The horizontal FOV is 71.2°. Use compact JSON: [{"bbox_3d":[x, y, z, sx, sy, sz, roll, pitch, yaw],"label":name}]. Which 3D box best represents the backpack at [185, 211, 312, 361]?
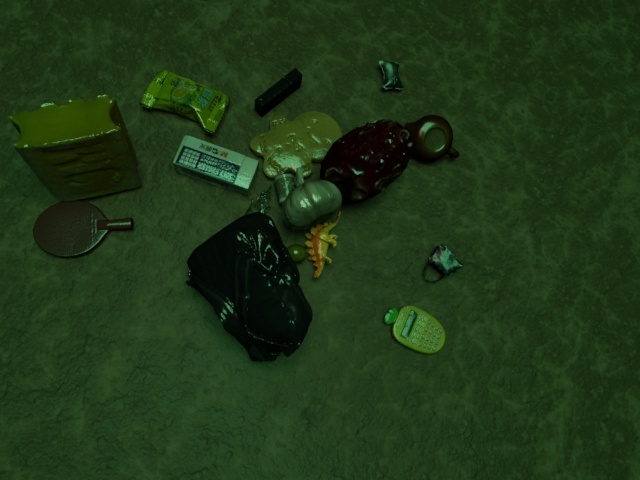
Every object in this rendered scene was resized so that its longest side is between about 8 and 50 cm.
[{"bbox_3d":[-0.208,0.162,1.394,0.445,0.363,0.255,58,37,-1],"label":"backpack"}]

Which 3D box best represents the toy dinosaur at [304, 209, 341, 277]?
[{"bbox_3d":[0.000,0.000,1.601,0.117,0.070,0.288,17,67,-4],"label":"toy dinosaur"}]

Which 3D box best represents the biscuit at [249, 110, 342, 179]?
[{"bbox_3d":[-0.082,-0.370,1.701,0.355,0.052,0.275,-23,79,-14],"label":"biscuit"}]

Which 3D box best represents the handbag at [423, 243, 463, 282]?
[{"bbox_3d":[0.435,0.097,1.650,0.139,0.072,0.115,-43,86,-5],"label":"handbag"}]

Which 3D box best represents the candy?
[{"bbox_3d":[-0.498,-0.520,1.659,0.297,0.081,0.187,21,70,-3],"label":"candy"}]

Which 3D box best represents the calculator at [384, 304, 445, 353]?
[{"bbox_3d":[0.333,0.312,1.582,0.235,0.032,0.146,29,71,-2],"label":"calculator"}]

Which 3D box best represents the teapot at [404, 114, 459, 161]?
[{"bbox_3d":[0.443,-0.397,1.765,0.252,0.135,0.178,25,105,-20],"label":"teapot"}]

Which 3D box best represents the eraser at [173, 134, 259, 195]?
[{"bbox_3d":[-0.371,-0.270,1.607,0.279,0.081,0.124,19,72,-4],"label":"eraser"}]

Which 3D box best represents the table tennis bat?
[{"bbox_3d":[-0.792,-0.044,1.495,0.310,0.038,0.200,-5,75,-10],"label":"table tennis bat"}]

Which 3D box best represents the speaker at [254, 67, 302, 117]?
[{"bbox_3d":[-0.162,-0.573,1.729,0.044,0.082,0.218,44,71,4],"label":"speaker"}]

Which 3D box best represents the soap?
[{"bbox_3d":[-0.749,-0.280,1.410,0.294,0.335,0.156,-16,70,-17],"label":"soap"}]

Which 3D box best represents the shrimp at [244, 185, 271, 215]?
[{"bbox_3d":[-0.203,-0.050,1.591,0.169,0.058,0.296,29,75,-8],"label":"shrimp"}]

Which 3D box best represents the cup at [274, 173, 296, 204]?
[{"bbox_3d":[-0.118,-0.181,1.639,0.074,0.102,0.099,-18,76,26],"label":"cup"}]

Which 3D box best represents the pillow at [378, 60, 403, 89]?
[{"bbox_3d":[0.292,-0.683,1.853,0.091,0.055,0.135,-10,73,7],"label":"pillow"}]

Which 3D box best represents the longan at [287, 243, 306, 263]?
[{"bbox_3d":[-0.086,0.052,1.572,0.075,0.083,0.075,-12,35,9],"label":"longan"}]

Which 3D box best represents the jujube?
[{"bbox_3d":[0.167,-0.292,1.617,0.258,0.258,0.377,45,77,5],"label":"jujube"}]

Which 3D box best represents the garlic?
[{"bbox_3d":[-0.049,-0.155,1.535,0.219,0.218,0.212,-22,76,-15],"label":"garlic"}]
